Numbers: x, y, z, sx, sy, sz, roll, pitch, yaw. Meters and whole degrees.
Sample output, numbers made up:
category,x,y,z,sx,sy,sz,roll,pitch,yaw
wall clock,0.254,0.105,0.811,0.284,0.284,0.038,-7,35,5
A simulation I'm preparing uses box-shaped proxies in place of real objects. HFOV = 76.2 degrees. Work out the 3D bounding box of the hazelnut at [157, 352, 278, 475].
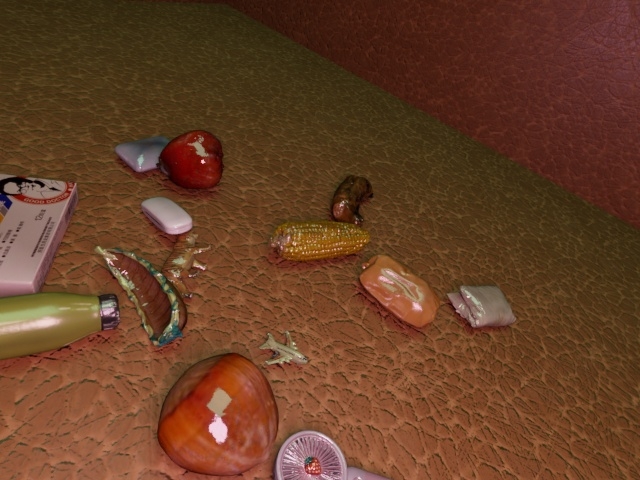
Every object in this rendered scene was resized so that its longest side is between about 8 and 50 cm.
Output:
category,x,y,z,sx,sy,sz,roll,pitch,yaw
hazelnut,-0.166,0.298,0.701,0.214,0.176,0.214,19,31,-12

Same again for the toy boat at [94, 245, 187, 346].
category,x,y,z,sx,sy,sz,roll,pitch,yaw
toy boat,-0.382,0.107,0.892,0.293,0.108,0.099,42,15,25

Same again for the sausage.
category,x,y,z,sx,sy,sz,roll,pitch,yaw
sausage,0.213,0.134,1.118,0.241,0.120,0.136,39,30,22

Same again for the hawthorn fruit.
category,x,y,z,sx,sy,sz,roll,pitch,yaw
hawthorn fruit,-0.397,-0.239,1.247,0.202,0.185,0.185,-10,46,-11

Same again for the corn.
category,x,y,z,sx,sy,sz,roll,pitch,yaw
corn,0.000,0.000,1.182,0.321,0.119,0.119,-1,44,-27

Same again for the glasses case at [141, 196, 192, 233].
category,x,y,z,sx,sy,sz,roll,pitch,yaw
glasses case,-0.414,-0.070,1.098,0.076,0.049,0.197,-24,40,-38

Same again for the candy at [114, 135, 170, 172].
category,x,y,z,sx,sy,sz,roll,pitch,yaw
candy,-0.536,-0.276,1.291,0.138,0.071,0.174,38,42,20

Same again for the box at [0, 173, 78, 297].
category,x,y,z,sx,sy,sz,roll,pitch,yaw
box,-0.710,-0.023,0.922,0.214,0.069,0.353,6,39,-19

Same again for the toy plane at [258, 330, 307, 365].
category,x,y,z,sx,sy,sz,roll,pitch,yaw
toy plane,-0.080,0.248,0.911,0.111,0.040,0.102,29,41,8

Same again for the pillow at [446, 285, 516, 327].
category,x,y,z,sx,sy,sz,roll,pitch,yaw
pillow,0.484,0.194,1.209,0.181,0.078,0.134,1,45,-28

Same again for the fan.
category,x,y,z,sx,sy,sz,roll,pitch,yaw
fan,0.034,0.428,0.725,0.244,0.074,0.130,19,38,-5

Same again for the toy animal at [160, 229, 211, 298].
category,x,y,z,sx,sy,sz,roll,pitch,yaw
toy animal,-0.336,0.061,1.009,0.099,0.057,0.241,12,40,-2

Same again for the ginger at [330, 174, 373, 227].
category,x,y,z,sx,sy,sz,roll,pitch,yaw
ginger,0.107,-0.140,1.410,0.133,0.107,0.309,44,37,-9

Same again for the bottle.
category,x,y,z,sx,sy,sz,roll,pitch,yaw
bottle,-0.519,0.152,0.762,0.260,0.112,0.112,-6,46,-30
